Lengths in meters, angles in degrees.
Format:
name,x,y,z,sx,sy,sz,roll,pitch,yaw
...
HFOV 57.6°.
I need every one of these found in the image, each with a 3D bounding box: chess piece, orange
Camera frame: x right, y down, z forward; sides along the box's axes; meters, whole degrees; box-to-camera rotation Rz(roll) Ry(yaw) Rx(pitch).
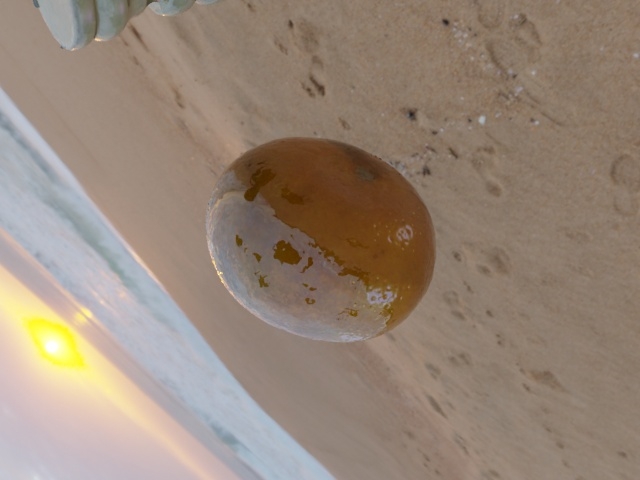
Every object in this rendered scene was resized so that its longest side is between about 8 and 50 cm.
name,x,y,z,sx,sy,sz,roll,pitch,yaw
chess piece,-0.144,-0.224,0.483,0.094,0.170,0.094,35,141,35
orange,0.000,0.000,0.599,0.240,0.240,0.171,38,129,9
